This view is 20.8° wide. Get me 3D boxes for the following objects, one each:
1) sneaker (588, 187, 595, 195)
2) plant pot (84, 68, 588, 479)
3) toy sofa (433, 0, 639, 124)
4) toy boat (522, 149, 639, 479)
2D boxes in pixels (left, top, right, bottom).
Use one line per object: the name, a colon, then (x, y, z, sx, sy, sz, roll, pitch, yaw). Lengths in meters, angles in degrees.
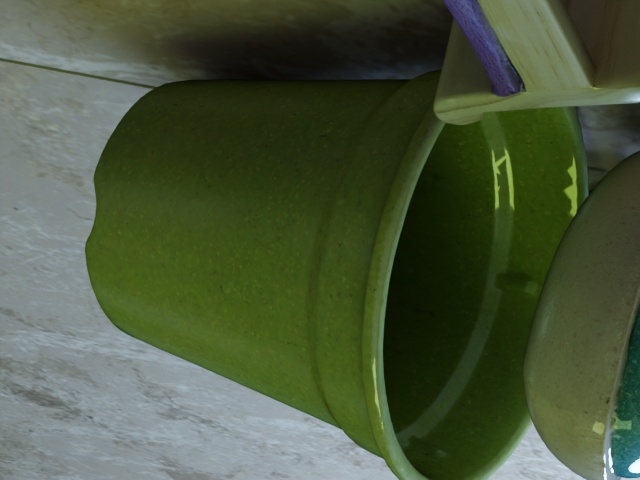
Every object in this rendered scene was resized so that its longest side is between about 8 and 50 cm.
sneaker: (0.190, -0.013, 1.219, 0.109, 0.040, 0.044, -16, 170, 39)
plant pot: (0.000, 0.000, 1.118, 0.254, 0.276, 0.276, 12, 157, 31)
toy sofa: (0.028, -0.207, 0.768, 0.177, 0.150, 0.362, -2, 150, 27)
toy boat: (0.216, -0.005, 1.024, 0.148, 0.267, 0.318, 13, 124, 18)
